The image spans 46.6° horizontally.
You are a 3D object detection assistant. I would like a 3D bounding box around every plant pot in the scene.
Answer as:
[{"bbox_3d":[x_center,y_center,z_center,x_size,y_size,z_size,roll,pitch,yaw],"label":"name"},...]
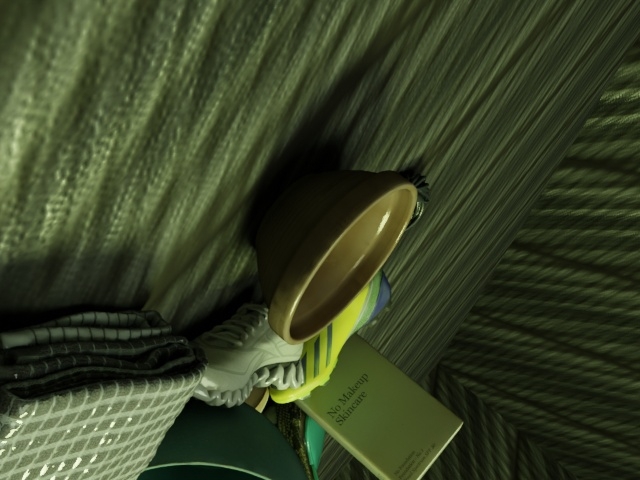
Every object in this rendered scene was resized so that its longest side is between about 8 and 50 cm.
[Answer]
[{"bbox_3d":[0.000,0.000,0.880,0.237,0.109,0.237,-45,160,-21],"label":"plant pot"},{"bbox_3d":[-0.145,0.307,0.932,0.290,0.290,0.195,-61,-163,27],"label":"plant pot"}]

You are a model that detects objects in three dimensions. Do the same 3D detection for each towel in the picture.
[{"bbox_3d":[-0.239,0.182,0.628,0.235,0.121,0.283,-56,162,11],"label":"towel"}]

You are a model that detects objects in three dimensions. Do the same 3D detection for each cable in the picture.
[{"bbox_3d":[0.119,-0.048,1.207,0.184,0.047,0.151,-28,146,-46],"label":"cable"}]

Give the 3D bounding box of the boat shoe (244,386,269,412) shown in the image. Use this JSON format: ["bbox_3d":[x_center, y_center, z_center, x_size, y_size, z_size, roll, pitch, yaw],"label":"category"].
[{"bbox_3d":[-0.140,0.266,1.134,0.170,0.063,0.059,-40,163,-34],"label":"boat shoe"}]

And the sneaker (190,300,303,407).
[{"bbox_3d":[-0.103,0.132,0.931,0.292,0.110,0.118,4,103,-67],"label":"sneaker"}]

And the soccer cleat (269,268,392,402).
[{"bbox_3d":[0.005,0.140,1.222,0.289,0.093,0.121,-45,122,-25],"label":"soccer cleat"}]

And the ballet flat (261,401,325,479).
[{"bbox_3d":[-0.068,0.412,1.339,0.483,0.182,0.164,-93,177,-59],"label":"ballet flat"}]

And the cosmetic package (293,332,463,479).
[{"bbox_3d":[0.076,0.282,1.295,0.160,0.309,0.113,-48,163,-15],"label":"cosmetic package"}]
